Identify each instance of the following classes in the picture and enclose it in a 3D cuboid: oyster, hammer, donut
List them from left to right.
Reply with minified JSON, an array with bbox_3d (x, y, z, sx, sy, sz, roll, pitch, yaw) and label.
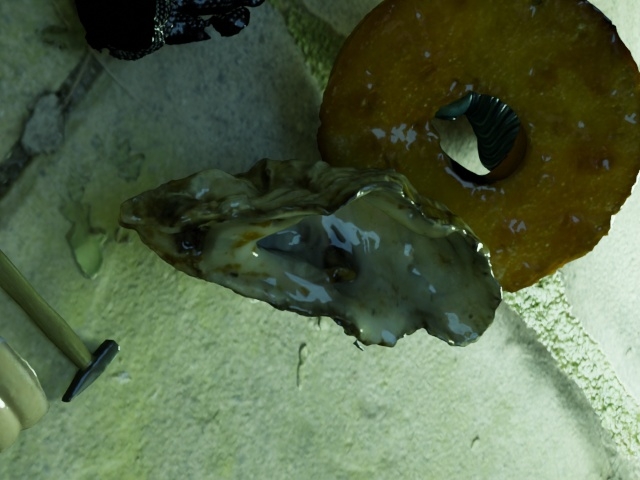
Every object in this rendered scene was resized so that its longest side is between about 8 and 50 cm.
[{"bbox_3d":[-0.230,0.039,1.083,0.062,0.013,0.199,-53,122,-26],"label":"hammer"},{"bbox_3d":[-0.001,-0.001,1.169,0.341,0.110,0.166,6,127,-17],"label":"oyster"},{"bbox_3d":[0.134,-0.104,1.261,0.303,0.110,0.302,-3,114,-8],"label":"donut"}]

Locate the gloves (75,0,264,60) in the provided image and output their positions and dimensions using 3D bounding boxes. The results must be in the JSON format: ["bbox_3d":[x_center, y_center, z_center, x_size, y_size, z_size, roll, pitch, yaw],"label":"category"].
[{"bbox_3d":[-0.114,-0.219,1.135,0.181,0.106,0.129,-43,123,-63],"label":"gloves"}]

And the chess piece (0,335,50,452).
[{"bbox_3d":[-0.331,0.173,0.947,0.307,0.124,0.138,-48,163,-24],"label":"chess piece"}]

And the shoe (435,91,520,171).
[{"bbox_3d":[0.139,-0.148,1.354,0.106,0.091,0.207,-29,116,-12],"label":"shoe"}]
